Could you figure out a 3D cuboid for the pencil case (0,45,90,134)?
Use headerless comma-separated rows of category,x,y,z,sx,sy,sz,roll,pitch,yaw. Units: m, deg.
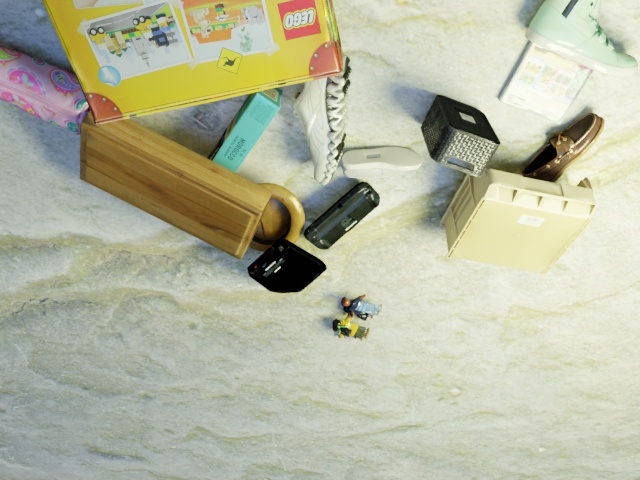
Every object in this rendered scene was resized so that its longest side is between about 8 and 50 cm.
pencil case,-0.611,-0.324,1.323,0.284,0.124,0.124,22,121,-16

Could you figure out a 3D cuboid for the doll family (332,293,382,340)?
doll family,0.089,0.209,1.731,0.111,0.076,0.193,18,118,-8

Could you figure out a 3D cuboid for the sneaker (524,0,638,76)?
sneaker,0.558,-0.430,1.279,0.255,0.094,0.151,17,120,-13

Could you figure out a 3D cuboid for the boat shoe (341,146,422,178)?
boat shoe,0.140,-0.171,1.475,0.184,0.066,0.063,-6,145,-4

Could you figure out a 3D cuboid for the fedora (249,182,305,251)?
fedora,-0.127,-0.065,1.530,0.194,0.079,0.195,0,124,0

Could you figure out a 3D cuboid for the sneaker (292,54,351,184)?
sneaker,-0.002,-0.263,1.392,0.118,0.110,0.292,8,120,7

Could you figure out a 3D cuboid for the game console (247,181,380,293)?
game console,0.000,0.000,1.556,0.361,0.044,0.213,-41,151,9

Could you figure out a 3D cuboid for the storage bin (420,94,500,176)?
storage bin,0.295,-0.226,1.363,0.121,0.180,0.084,17,123,-12

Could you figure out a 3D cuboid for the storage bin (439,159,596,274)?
storage bin,0.449,-0.057,1.475,0.262,0.123,0.260,10,141,-7

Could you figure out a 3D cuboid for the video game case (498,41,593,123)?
video game case,0.490,-0.341,1.385,0.157,0.019,0.143,17,122,-11

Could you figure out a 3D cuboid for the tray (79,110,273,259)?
tray,-0.325,-0.119,1.402,0.410,0.076,0.203,26,144,-4

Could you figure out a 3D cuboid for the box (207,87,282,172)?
box,-0.175,-0.231,1.403,0.060,0.101,0.244,30,119,-18

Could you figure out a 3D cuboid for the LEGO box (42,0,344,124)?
LEGO box,-0.235,-0.464,1.185,0.499,0.193,0.373,-10,124,6

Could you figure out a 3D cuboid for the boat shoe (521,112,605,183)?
boat shoe,0.546,-0.206,1.444,0.073,0.073,0.207,25,120,-20
